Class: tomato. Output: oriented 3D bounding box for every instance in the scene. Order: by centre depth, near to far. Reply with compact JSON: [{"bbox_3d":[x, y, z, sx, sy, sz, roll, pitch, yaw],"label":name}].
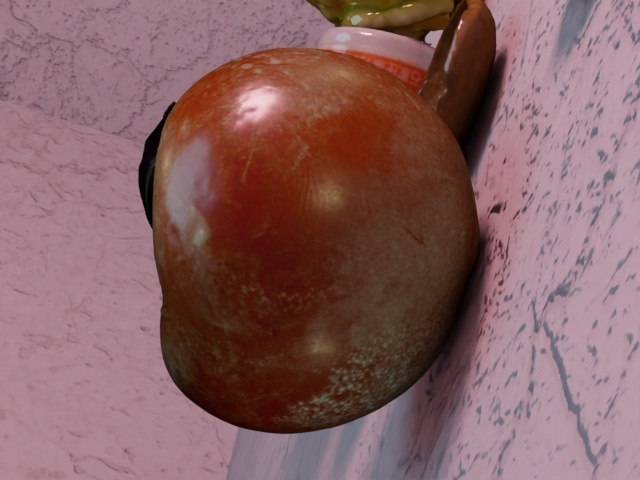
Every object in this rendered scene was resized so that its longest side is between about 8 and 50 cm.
[{"bbox_3d":[0.000,0.000,0.965,0.270,0.222,0.270,-2,-90,-86],"label":"tomato"}]

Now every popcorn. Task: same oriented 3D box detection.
[{"bbox_3d":[0.073,-0.274,1.341,0.235,0.181,0.217,-71,-3,-76],"label":"popcorn"}]

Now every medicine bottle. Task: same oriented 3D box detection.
[{"bbox_3d":[0.033,-0.061,1.284,0.144,0.144,0.252,144,139,-83],"label":"medicine bottle"}]

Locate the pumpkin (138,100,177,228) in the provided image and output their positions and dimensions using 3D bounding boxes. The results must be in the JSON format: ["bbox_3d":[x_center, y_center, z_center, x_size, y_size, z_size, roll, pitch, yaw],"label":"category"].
[{"bbox_3d":[-0.043,-0.055,1.504,0.296,0.295,0.296,-163,90,-86],"label":"pumpkin"}]

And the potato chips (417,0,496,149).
[{"bbox_3d":[0.106,-0.110,1.139,0.150,0.049,0.202,-74,4,-55],"label":"potato chips"}]
